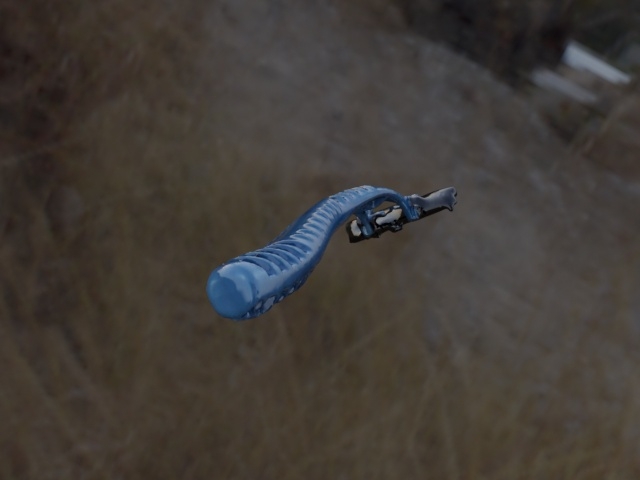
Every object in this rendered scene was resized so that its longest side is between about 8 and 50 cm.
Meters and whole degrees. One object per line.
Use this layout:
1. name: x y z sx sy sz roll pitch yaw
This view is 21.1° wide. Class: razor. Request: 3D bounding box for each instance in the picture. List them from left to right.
1. razor: 0.000 0.000 1.003 0.253 0.082 0.042 -31 101 -63
